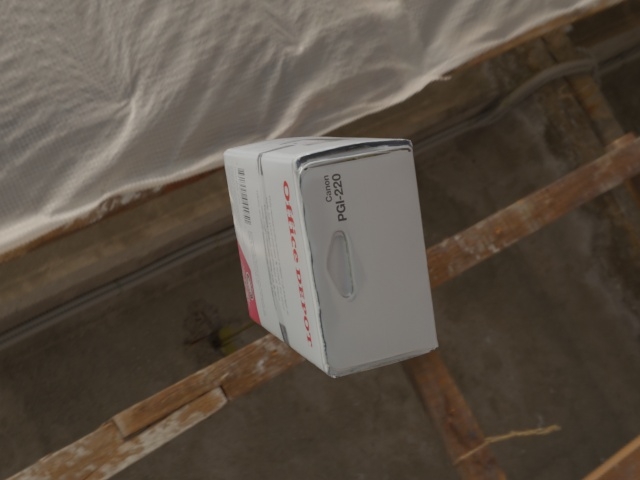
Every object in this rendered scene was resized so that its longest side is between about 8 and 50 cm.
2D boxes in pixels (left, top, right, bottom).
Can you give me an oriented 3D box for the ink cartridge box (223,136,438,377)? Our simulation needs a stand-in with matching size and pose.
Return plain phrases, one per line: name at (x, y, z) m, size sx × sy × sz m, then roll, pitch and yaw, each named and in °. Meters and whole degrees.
ink cartridge box at (0.000, 0.000, 0.745) m, size 0.092 × 0.218 × 0.158 m, roll -11°, pitch -80°, yaw -16°
